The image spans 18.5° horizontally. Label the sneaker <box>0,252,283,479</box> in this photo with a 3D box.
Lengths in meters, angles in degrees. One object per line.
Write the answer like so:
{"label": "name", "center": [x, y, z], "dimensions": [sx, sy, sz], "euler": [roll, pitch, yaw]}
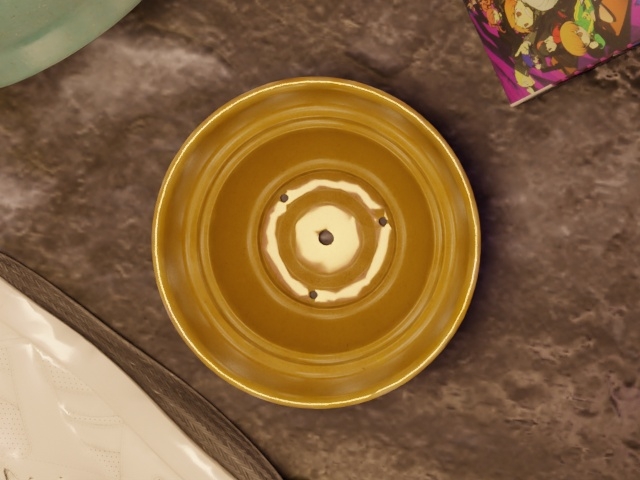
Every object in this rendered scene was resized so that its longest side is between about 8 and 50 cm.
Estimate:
{"label": "sneaker", "center": [-0.168, 0.155, 1.344], "dimensions": [0.292, 0.108, 0.169], "euler": [37, 97, 13]}

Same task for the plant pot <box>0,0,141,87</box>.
{"label": "plant pot", "center": [-0.218, -0.220, 1.261], "dimensions": [0.293, 0.293, 0.196], "euler": [-29, 116, 6]}

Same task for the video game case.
{"label": "video game case", "center": [0.146, -0.224, 1.254], "dimensions": [0.041, 0.210, 0.232], "euler": [-25, 90, -33]}

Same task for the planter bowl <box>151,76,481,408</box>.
{"label": "planter bowl", "center": [0.000, 0.000, 1.322], "dimensions": [0.217, 0.090, 0.217], "euler": [0, 92, 5]}
